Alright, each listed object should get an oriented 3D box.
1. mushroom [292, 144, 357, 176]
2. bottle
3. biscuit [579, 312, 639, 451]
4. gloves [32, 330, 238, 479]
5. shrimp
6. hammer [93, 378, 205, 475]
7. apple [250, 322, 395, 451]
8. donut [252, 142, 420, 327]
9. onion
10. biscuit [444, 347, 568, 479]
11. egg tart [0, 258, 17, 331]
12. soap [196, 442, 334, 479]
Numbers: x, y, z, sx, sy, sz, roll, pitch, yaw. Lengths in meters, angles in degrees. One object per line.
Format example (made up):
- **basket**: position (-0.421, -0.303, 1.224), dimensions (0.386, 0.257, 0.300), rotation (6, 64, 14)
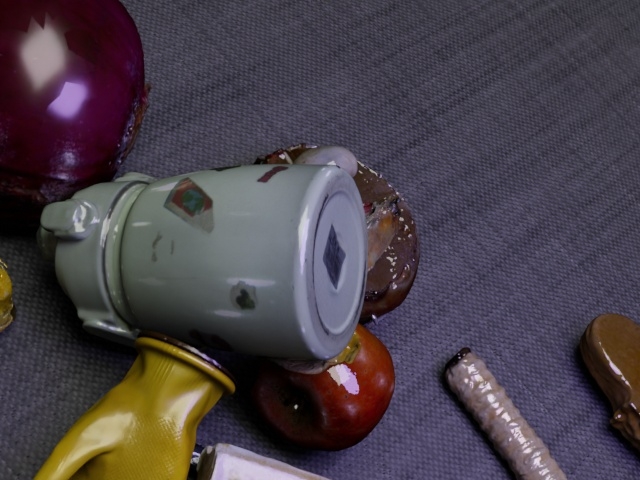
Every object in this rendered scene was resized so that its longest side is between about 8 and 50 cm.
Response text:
- **mushroom**: position (0.006, -0.076, 1.532), dimensions (0.085, 0.085, 0.079), rotation (-22, 111, -36)
- **bottle**: position (-0.137, 0.025, 1.373), dimensions (0.351, 0.229, 0.229), rotation (0, 47, 22)
- **biscuit**: position (0.545, 0.199, 1.729), dimensions (0.368, 0.076, 0.394), rotation (43, 47, 7)
- **gloves**: position (-0.203, 0.249, 1.267), dimensions (0.133, 0.116, 0.294), rotation (19, 69, 23)
- **shrimp**: position (0.042, -0.013, 1.515), dimensions (0.101, 0.042, 0.190), rotation (38, 48, 14)
- **hammer**: position (-0.123, 0.247, 1.385), dimensions (0.289, 0.037, 0.137), rotation (27, 51, -6)
- **apple**: position (0.011, 0.163, 1.436), dimensions (0.147, 0.156, 0.158), rotation (49, 39, 0)
- **donut**: position (0.000, 0.000, 1.578), dimensions (0.269, 0.103, 0.270), rotation (13, 51, -16)
- **onion**: position (-0.340, -0.196, 1.454), dimensions (0.281, 0.260, 0.337), rotation (23, 50, -3)
- **biscuit**: position (0.230, 0.233, 1.555), dimensions (0.061, 0.055, 0.219), rotation (-17, 65, -52)
- **egg tart**: position (-0.385, 0.046, 1.363), dimensions (0.130, 0.052, 0.130), rotation (39, 23, -20)
- **soap**: position (-0.015, 0.339, 1.317), dimensions (0.274, 0.089, 0.173), rotation (21, 69, -13)
